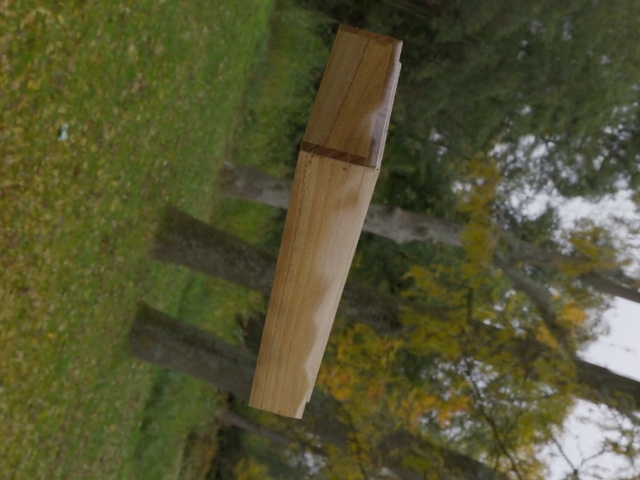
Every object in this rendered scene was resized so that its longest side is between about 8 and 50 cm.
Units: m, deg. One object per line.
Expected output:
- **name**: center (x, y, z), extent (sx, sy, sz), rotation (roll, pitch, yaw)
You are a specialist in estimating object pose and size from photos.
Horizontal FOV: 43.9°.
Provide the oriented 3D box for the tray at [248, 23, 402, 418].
- **tray**: center (0.000, 0.000, 0.870), extent (0.411, 0.076, 0.203), rotation (105, 0, -47)
